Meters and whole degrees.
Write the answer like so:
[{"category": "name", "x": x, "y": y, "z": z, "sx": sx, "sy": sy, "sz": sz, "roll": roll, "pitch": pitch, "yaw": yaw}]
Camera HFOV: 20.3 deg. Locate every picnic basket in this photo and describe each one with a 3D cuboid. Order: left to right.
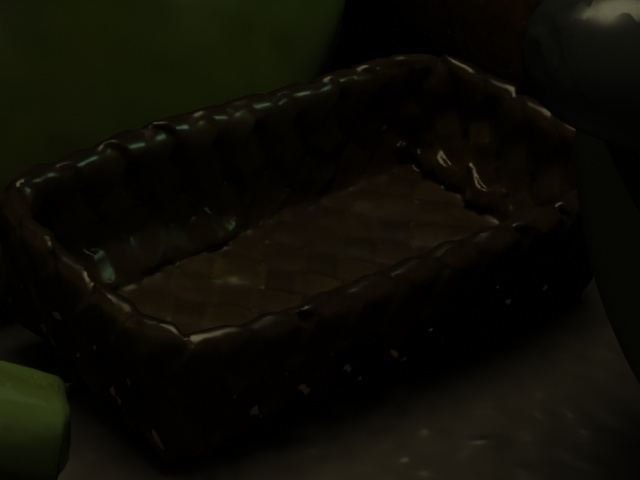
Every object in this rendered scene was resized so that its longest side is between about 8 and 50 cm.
[{"category": "picnic basket", "x": 0.000, "y": 0.000, "z": 0.547, "sx": 0.193, "sy": 0.055, "sz": 0.110, "roll": -21, "pitch": 42, "yaw": -35}]

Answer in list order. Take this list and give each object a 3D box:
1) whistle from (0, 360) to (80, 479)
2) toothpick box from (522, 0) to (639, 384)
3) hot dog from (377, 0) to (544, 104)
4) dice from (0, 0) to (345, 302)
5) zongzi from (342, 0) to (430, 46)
[{"category": "whistle", "x": -0.214, "y": 0.041, "z": 0.415, "sx": 0.294, "sy": 0.141, "sz": 0.141, "roll": 21, "pitch": 27, "yaw": 0}, {"category": "toothpick box", "x": 0.198, "y": -0.040, "z": 0.460, "sx": 0.316, "sy": 0.229, "sz": 0.229, "roll": -17, "pitch": 31, "yaw": -31}, {"category": "hot dog", "x": 0.068, "y": -0.090, "z": 0.625, "sx": 0.289, "sy": 0.083, "sz": 0.068, "roll": 37, "pitch": 32, "yaw": 19}, {"category": "dice", "x": -0.143, "y": -0.123, "z": 0.601, "sx": 0.233, "sy": 0.227, "sz": 0.238, "roll": -20, "pitch": 33, "yaw": -36}, {"category": "zongzi", "x": 0.173, "y": -0.175, "z": 0.870, "sx": 0.500, "sy": 0.218, "sz": 0.467, "roll": -4, "pitch": -3, "yaw": 21}]
